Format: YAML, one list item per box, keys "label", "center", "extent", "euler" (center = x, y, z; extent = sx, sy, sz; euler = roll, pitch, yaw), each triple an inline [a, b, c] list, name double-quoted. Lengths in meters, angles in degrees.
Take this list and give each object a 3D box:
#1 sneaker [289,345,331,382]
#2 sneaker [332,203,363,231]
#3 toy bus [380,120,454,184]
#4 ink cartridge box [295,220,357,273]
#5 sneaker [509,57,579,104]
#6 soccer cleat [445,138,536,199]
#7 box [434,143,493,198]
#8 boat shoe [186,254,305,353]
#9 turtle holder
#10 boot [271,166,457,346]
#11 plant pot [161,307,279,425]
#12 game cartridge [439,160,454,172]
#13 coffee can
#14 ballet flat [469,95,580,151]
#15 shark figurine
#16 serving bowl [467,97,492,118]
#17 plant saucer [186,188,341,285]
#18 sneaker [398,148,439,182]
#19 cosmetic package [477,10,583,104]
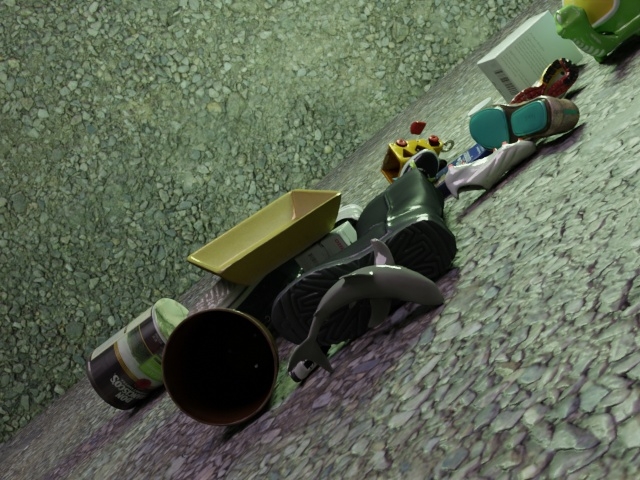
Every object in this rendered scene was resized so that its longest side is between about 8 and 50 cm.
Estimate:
- label: "sneaker"
  center: [-0.019, 0.215, 1.556]
  extent: [0.044, 0.040, 0.109]
  euler: [-28, 15, 44]
- label: "sneaker"
  center: [0.000, 0.000, 2.292]
  extent: [0.281, 0.105, 0.115]
  euler: [-39, 10, 2]
- label: "toy bus"
  center: [0.259, -0.198, 2.210]
  extent: [0.202, 0.191, 0.104]
  euler: [-39, 53, 11]
- label: "ink cartridge box"
  center: [0.034, 0.040, 1.956]
  extent: [0.150, 0.109, 0.063]
  euler: [-31, 9, 39]
- label: "sneaker"
  center: [0.498, -0.312, 1.952]
  extent: [0.225, 0.088, 0.093]
  euler: [-42, -11, -14]
- label: "soccer cleat"
  center: [0.353, -0.144, 1.757]
  extent: [0.196, 0.076, 0.068]
  euler: [-22, -24, 12]
- label: "box"
  center: [0.336, -0.170, 2.002]
  extent: [0.225, 0.036, 0.136]
  euler: [-39, 9, 14]
- label: "boat shoe"
  center: [-0.127, 0.109, 2.093]
  extent: [0.187, 0.156, 0.500]
  euler: [-19, 19, 41]
- label: "turtle holder"
  center: [0.647, -0.542, 1.944]
  extent: [0.320, 0.227, 0.243]
  euler: [-39, 10, 1]
- label: "boot"
  center: [0.087, 0.018, 1.711]
  extent: [0.367, 0.146, 0.445]
  euler: [-27, 15, 10]
- label: "plant pot"
  center: [-0.167, 0.227, 1.661]
  extent: [0.215, 0.215, 0.230]
  euler: [-38, -5, 7]
- label: "game cartridge"
  center: [0.327, -0.178, 2.137]
  extent: [0.056, 0.017, 0.083]
  euler: [-46, 10, -12]
- label: "coffee can"
  center: [-0.487, 0.317, 2.395]
  extent: [0.275, 0.201, 0.201]
  euler: [-37, 10, 18]
- label: "ballet flat"
  center: [0.434, -0.245, 1.813]
  extent: [0.106, 0.107, 0.316]
  euler: [-7, 7, -19]
- label: "shark figurine"
  center: [0.043, 0.095, 1.419]
  extent: [0.278, 0.166, 0.116]
  euler: [-33, -23, 16]
- label: "serving bowl"
  center: [0.469, -0.379, 2.491]
  extent: [0.083, 0.027, 0.083]
  euler: [-38, 10, 8]
- label: "plant saucer"
  center: [-0.123, -0.001, 1.995]
  extent: [0.333, 0.081, 0.333]
  euler: [-34, 15, -15]
- label: "sneaker"
  center: [0.214, -0.101, 1.993]
  extent: [0.234, 0.084, 0.097]
  euler: [-58, 24, 4]
- label: "cosmetic package"
  center: [0.528, -0.457, 2.171]
  extent: [0.184, 0.151, 0.151]
  euler: [-40, 9, -2]
